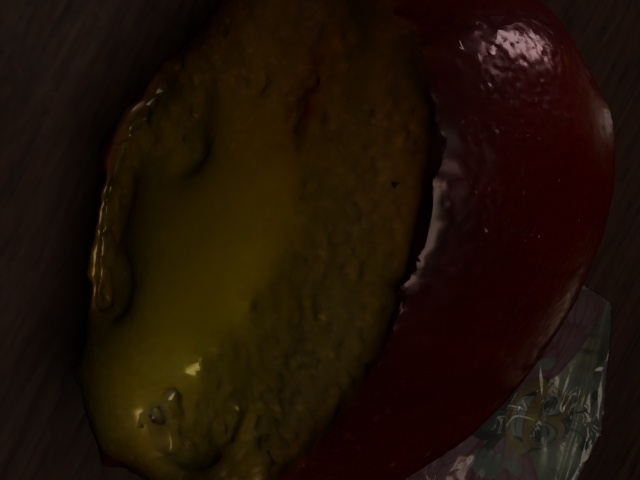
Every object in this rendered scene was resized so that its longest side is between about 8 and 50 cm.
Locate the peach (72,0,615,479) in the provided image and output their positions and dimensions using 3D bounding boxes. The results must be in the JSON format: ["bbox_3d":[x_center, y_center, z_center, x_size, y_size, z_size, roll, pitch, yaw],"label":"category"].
[{"bbox_3d":[0.000,0.000,0.803,0.338,0.281,0.281,-41,113,-16],"label":"peach"}]

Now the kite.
[{"bbox_3d":[0.051,0.110,0.980,0.360,0.022,0.204,10,97,-25],"label":"kite"}]
